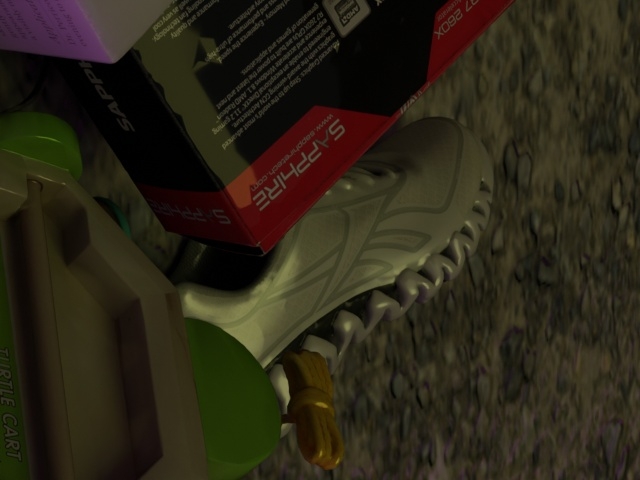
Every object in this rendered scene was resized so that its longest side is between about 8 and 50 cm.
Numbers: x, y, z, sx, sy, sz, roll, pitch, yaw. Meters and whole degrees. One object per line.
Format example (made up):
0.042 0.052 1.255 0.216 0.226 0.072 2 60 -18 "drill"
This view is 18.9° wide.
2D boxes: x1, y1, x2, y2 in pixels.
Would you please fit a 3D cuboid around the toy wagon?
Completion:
-0.140 0.056 0.852 0.344 0.068 0.267 19 44 -36 "toy wagon"

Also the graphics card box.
-0.067 -0.207 0.919 0.233 0.094 0.371 -46 121 -23 "graphics card box"

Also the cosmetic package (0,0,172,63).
-0.164 -0.148 0.781 0.085 0.231 0.117 -53 136 -28 "cosmetic package"

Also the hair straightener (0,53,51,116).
-0.129 -0.155 0.968 0.089 0.047 0.230 26 74 -52 "hair straightener"

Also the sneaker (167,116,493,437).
0.000 0.000 1.138 0.292 0.110 0.118 -44 122 -36 "sneaker"

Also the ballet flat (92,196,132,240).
-0.139 0.113 1.009 0.096 0.095 0.280 -17 103 -38 "ballet flat"
